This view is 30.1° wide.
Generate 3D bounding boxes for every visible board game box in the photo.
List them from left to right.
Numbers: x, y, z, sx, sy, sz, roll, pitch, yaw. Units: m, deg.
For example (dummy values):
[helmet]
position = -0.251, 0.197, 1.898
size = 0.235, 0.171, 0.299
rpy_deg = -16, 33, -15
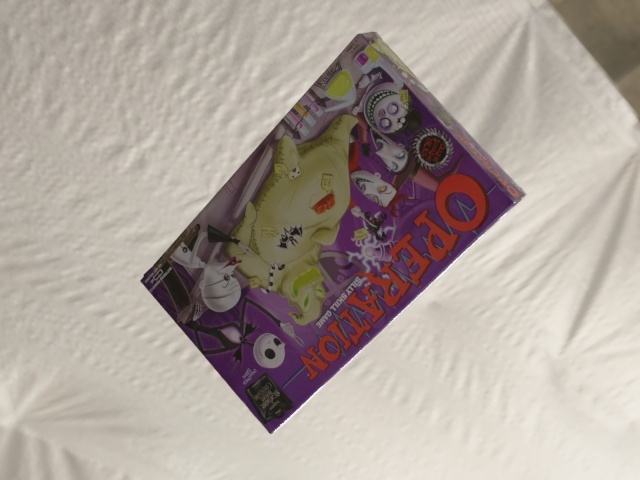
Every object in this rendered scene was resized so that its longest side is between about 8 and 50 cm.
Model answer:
[board game box]
position = 0.000, 0.000, 1.118
size = 0.347, 0.208, 0.056
rpy_deg = -47, -6, 26
